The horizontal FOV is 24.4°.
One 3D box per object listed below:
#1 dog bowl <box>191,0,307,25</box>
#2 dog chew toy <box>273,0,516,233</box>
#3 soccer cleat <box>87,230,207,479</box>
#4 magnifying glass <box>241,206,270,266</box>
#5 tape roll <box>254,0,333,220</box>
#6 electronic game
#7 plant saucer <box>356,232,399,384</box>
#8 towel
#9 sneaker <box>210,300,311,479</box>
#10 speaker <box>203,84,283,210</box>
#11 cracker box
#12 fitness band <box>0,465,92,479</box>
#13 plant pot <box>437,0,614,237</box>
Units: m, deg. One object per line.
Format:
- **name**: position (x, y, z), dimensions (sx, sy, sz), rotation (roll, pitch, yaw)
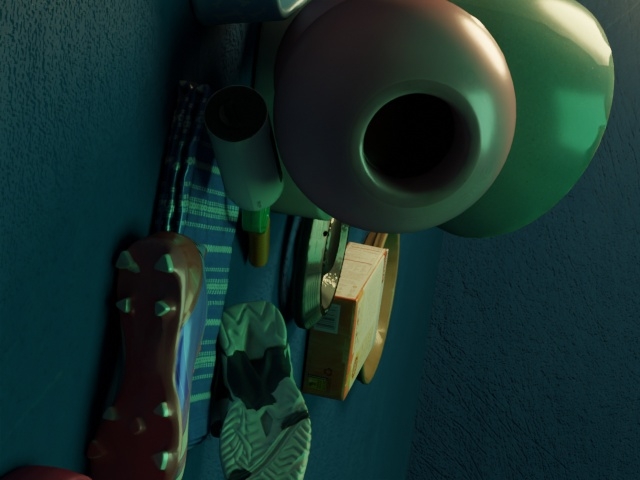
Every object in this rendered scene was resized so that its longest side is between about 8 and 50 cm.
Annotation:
- **dog bowl**: position (-0.040, -0.286, 1.337), dimensions (0.297, 0.074, 0.166), rotation (-56, 154, -65)
- **dog chew toy**: position (0.048, -0.139, 1.321), dimensions (0.332, 0.206, 0.207), rotation (-114, -153, -65)
- **soccer cleat**: position (-0.129, 0.116, 1.194), dimensions (0.095, 0.083, 0.248), rotation (-3, 98, -66)
- **magnifying glass**: position (-0.064, -0.029, 1.506), dimensions (0.231, 0.026, 0.092), rotation (91, 7, -67)
- **tape roll**: position (0.008, -0.216, 1.666), dimensions (0.392, 0.072, 0.392), rotation (9, 90, -80)
- **electronic game**: position (0.000, 0.000, 1.884), dimensions (0.229, 0.048, 0.229), rotation (10, 90, -82)
- **plant saucer**: position (0.085, 0.100, 2.466), dimensions (0.278, 0.041, 0.278), rotation (10, 90, -80)
- **towel**: position (-0.110, 0.032, 1.352), dimensions (0.243, 0.040, 0.336), rotation (10, 90, -80)
- **sneaker**: position (-0.063, 0.196, 1.511), dimensions (0.153, 0.094, 0.235), rotation (91, -14, -56)
- **speaker**: position (-0.065, -0.078, 1.276), dimensions (0.136, 0.055, 0.055), rotation (79, 23, -65)
- **cracker box**: position (0.037, 0.112, 2.141), dimensions (0.232, 0.067, 0.156), rotation (-51, 150, -68)
- **fitness band**: position (-0.214, 0.265, 0.987), dimensions (0.291, 0.054, 0.209), rotation (-35, 132, -77)
- **plant pot**: position (0.135, -0.170, 1.573), dimensions (0.195, 0.290, 0.290), rotation (24, 73, -41)
